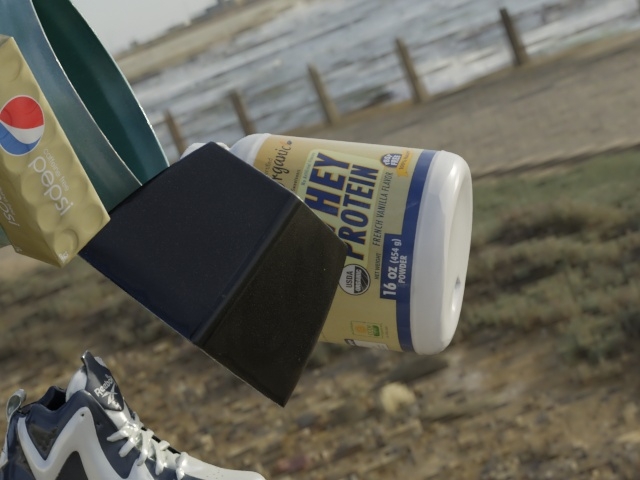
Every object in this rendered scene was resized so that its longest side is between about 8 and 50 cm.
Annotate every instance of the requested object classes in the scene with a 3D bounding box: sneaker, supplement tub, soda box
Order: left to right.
[{"bbox_3d":[-0.229,-0.067,1.116,0.058,0.181,0.061,15,52,38],"label":"soda box"},{"bbox_3d":[-0.160,0.169,1.256,0.234,0.153,0.094,0,10,9],"label":"sneaker"},{"bbox_3d":[0.000,0.000,1.676,0.316,0.228,0.228,6,17,12],"label":"supplement tub"}]

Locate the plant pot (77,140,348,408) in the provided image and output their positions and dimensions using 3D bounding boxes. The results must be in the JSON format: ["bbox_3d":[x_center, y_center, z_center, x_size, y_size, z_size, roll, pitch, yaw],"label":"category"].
[{"bbox_3d":[-0.087,0.019,1.415,0.187,0.188,0.167,33,85,34],"label":"plant pot"}]

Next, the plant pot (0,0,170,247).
[{"bbox_3d":[-0.302,-0.108,1.523,0.196,0.293,0.293,-30,9,5],"label":"plant pot"}]
